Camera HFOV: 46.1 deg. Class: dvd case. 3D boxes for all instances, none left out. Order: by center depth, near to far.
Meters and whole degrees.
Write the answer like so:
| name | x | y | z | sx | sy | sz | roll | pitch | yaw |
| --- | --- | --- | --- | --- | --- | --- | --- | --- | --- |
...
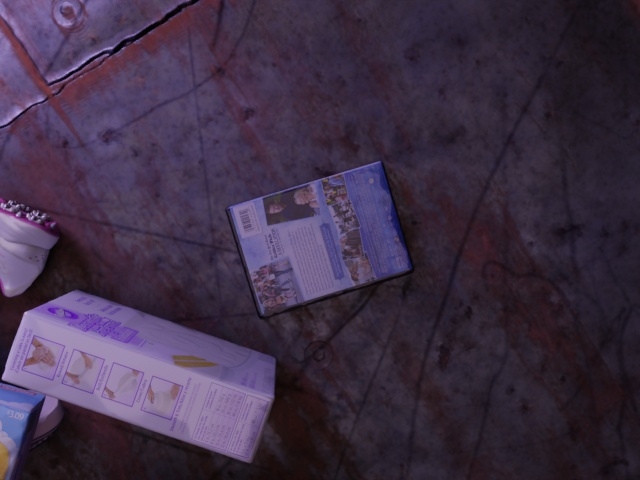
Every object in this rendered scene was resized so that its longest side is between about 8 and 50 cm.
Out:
| name | x | y | z | sx | sy | sz | roll | pitch | yaw |
| --- | --- | --- | --- | --- | --- | --- | --- | --- | --- |
| dvd case | 0.000 | 0.000 | 1.155 | 0.252 | 0.022 | 0.181 | -17 | 94 | -2 |

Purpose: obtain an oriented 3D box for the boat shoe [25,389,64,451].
| name | x | y | z | sx | sy | sz | roll | pitch | yaw |
| --- | --- | --- | --- | --- | --- | --- | --- | --- | --- |
| boat shoe | -0.525 | 0.349 | 1.110 | 0.340 | 0.127 | 0.158 | -19 | 114 | -6 |

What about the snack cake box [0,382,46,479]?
| name | x | y | z | sx | sy | sz | roll | pitch | yaw |
| --- | --- | --- | --- | --- | --- | --- | --- | --- | --- |
| snack cake box | -0.518 | 0.247 | 0.982 | 0.264 | 0.089 | 0.152 | 17 | 92 | -7 |

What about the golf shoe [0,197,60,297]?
| name | x | y | z | sx | sy | sz | roll | pitch | yaw |
| --- | --- | --- | --- | --- | --- | --- | --- | --- | --- |
| golf shoe | -0.541 | -0.018 | 1.084 | 0.306 | 0.115 | 0.140 | 21 | 95 | -3 |

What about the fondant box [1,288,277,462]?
| name | x | y | z | sx | sy | sz | roll | pitch | yaw |
| --- | --- | --- | --- | --- | --- | --- | --- | --- | --- |
| fondant box | -0.228 | 0.176 | 1.043 | 0.330 | 0.238 | 0.096 | 19 | 92 | -4 |
